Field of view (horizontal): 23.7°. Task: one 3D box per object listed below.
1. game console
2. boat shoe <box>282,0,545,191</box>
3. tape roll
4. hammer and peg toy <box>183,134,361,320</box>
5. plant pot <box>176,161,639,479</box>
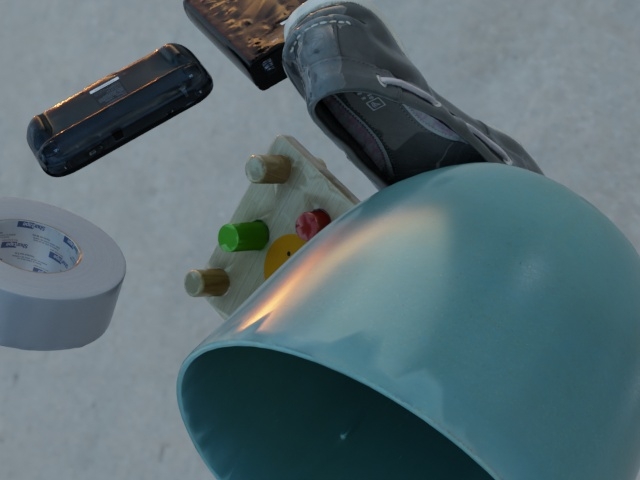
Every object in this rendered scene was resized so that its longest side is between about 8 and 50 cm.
[{"bbox_3d":[-0.148,-0.185,1.618,0.361,0.044,0.213,-30,35,-8],"label":"game console"},{"bbox_3d":[0.083,-0.061,1.202,0.112,0.335,0.095,-28,45,25],"label":"boat shoe"},{"bbox_3d":[-0.334,0.035,1.721,0.219,0.219,0.072,53,132,49],"label":"tape roll"},{"bbox_3d":[0.000,0.000,1.876,0.266,0.127,0.361,46,119,30],"label":"hammer and peg toy"},{"bbox_3d":[0.090,0.089,1.015,0.293,0.293,0.235,-10,35,52],"label":"plant pot"}]
